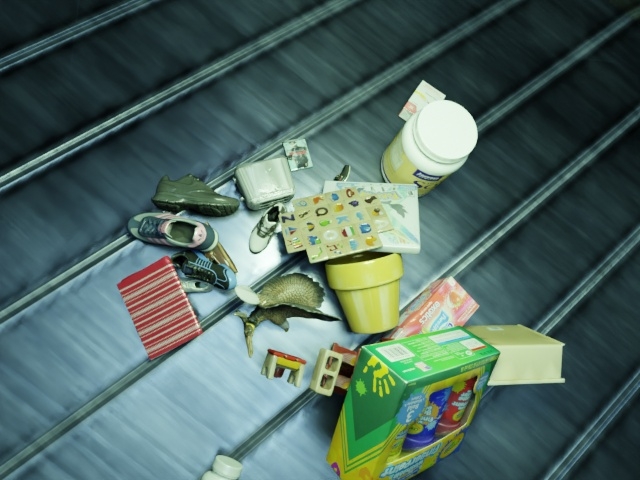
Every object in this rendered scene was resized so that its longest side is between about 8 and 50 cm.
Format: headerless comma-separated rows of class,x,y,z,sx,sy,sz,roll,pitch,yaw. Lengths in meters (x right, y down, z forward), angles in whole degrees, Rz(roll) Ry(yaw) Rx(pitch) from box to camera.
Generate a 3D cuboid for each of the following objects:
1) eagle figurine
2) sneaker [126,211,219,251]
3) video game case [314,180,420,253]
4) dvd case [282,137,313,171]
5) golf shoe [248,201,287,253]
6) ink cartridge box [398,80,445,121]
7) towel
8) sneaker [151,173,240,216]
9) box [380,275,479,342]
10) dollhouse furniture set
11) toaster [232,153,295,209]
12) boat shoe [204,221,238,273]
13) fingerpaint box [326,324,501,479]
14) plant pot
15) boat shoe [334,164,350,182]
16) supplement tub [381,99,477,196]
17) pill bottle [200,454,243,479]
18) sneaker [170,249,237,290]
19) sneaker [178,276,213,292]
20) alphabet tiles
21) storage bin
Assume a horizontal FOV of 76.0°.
eagle figurine,-0.112,0.215,1.311,0.298,0.225,0.227,-24,72,-4
sneaker,-0.489,-0.041,1.295,0.318,0.131,0.112,7,81,10
video game case,0.159,-0.087,1.359,0.328,0.036,0.300,4,48,6
dvd case,-0.085,-0.320,1.526,0.087,0.013,0.120,-14,79,-13
golf shoe,-0.188,-0.046,1.386,0.077,0.094,0.198,30,92,2
ink cartridge box,0.417,-0.555,1.644,0.115,0.067,0.198,34,73,-1
towel,-0.504,0.207,1.283,0.198,0.031,0.275,-28,83,7
sneaker,-0.414,-0.159,1.384,0.286,0.109,0.130,8,69,-10
box,0.367,0.280,1.395,0.300,0.154,0.142,-43,88,-18
dollhouse furniture set,0.000,0.370,1.235,0.373,0.201,0.152,24,74,-21
toaster,-0.182,-0.200,1.423,0.226,0.129,0.147,-18,85,-17
boat shoe,-0.354,0.038,1.364,0.073,0.073,0.207,-34,77,-8
fingerpaint box,0.271,0.462,1.150,0.444,0.163,0.372,2,111,-40
plant pot,0.157,0.167,1.349,0.253,0.254,0.239,-11,95,-13
boat shoe,0.073,-0.224,1.513,0.042,0.049,0.133,26,78,-12
supplement tub,0.371,-0.312,1.441,0.240,0.331,0.241,2,77,-9
pill bottle,-0.305,0.745,1.179,0.117,0.117,0.209,23,74,-4
sneaker,-0.372,0.099,1.290,0.232,0.090,0.082,25,112,26
sneaker,-0.427,0.143,1.330,0.152,0.061,0.054,-1,79,-9
alphabet tiles,0.046,-0.059,1.312,0.342,0.011,0.285,-13,48,-7
storage bin,0.607,0.367,1.367,0.262,0.260,0.123,1,94,-10
